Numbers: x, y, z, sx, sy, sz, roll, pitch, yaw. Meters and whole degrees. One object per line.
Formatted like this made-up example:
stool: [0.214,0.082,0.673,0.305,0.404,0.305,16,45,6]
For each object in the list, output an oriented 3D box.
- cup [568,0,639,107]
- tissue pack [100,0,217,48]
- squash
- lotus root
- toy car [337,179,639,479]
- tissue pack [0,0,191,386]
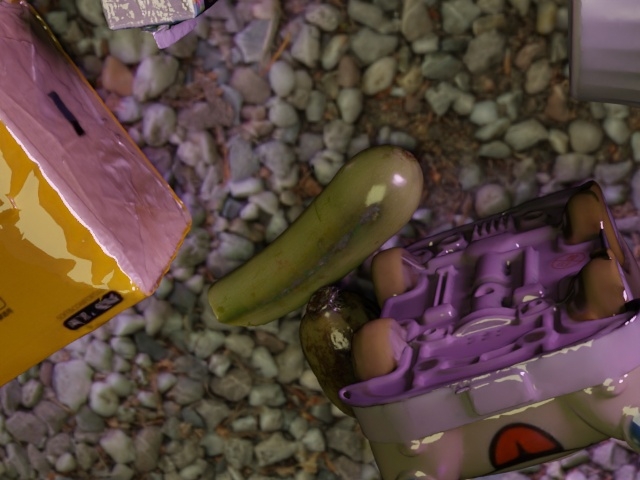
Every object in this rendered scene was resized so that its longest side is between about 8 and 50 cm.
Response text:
cup: [0.378,-0.211,0.898,0.371,0.253,0.253,0,111,10]
tissue pack: [-0.136,-0.216,1.048,0.085,0.111,0.079,-7,111,12]
squash: [0.000,0.000,1.133,0.250,0.083,0.083,-40,101,23]
lotus root: [0.034,0.115,1.154,0.089,0.081,0.179,-19,128,6]
toy car: [0.173,0.110,1.008,0.242,0.336,0.226,-19,109,15]
tissue pack: [-0.363,-0.001,1.103,0.382,0.228,0.293,-31,106,19]
